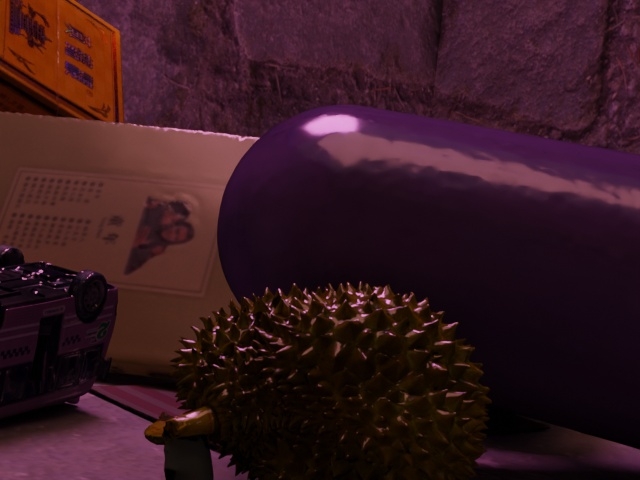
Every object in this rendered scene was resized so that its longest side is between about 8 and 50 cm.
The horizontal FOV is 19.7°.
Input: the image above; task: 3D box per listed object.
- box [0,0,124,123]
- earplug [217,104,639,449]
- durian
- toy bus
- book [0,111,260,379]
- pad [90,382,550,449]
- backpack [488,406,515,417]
[{"bbox_3d":[-0.338,-0.206,1.877,0.301,0.084,0.193,32,33,-33],"label":"box"},{"bbox_3d":[0.156,0.025,1.243,0.456,0.215,0.215,13,6,-5],"label":"earplug"},{"bbox_3d":[0.006,0.092,1.106,0.198,0.146,0.159,10,6,10],"label":"durian"},{"bbox_3d":[-0.230,0.070,1.268,0.096,0.108,0.199,15,13,29],"label":"toy bus"},{"bbox_3d":[-0.187,0.003,1.504,0.352,0.239,0.035,6,-36,12],"label":"book"},{"bbox_3d":[-0.001,0.126,1.401,0.300,0.005,0.202,1,9,-35],"label":"pad"},{"bbox_3d":[0.106,0.061,1.470,0.207,0.140,0.253,9,-1,12],"label":"backpack"}]
